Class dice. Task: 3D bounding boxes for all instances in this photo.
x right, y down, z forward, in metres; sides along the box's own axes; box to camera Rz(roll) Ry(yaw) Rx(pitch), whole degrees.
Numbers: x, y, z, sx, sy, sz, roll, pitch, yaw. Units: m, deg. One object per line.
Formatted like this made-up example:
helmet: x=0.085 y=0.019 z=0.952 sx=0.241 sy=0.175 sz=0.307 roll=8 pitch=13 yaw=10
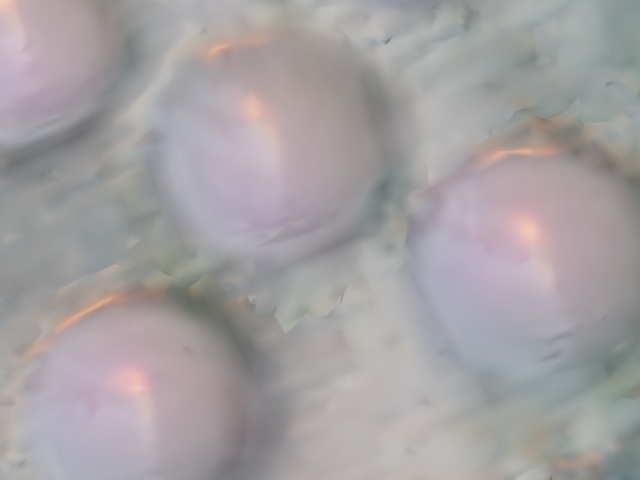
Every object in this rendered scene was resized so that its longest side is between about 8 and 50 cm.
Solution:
dice: x=0.000 y=0.000 z=0.787 sx=0.328 sy=0.348 sz=0.330 roll=42 pitch=26 yaw=-77
